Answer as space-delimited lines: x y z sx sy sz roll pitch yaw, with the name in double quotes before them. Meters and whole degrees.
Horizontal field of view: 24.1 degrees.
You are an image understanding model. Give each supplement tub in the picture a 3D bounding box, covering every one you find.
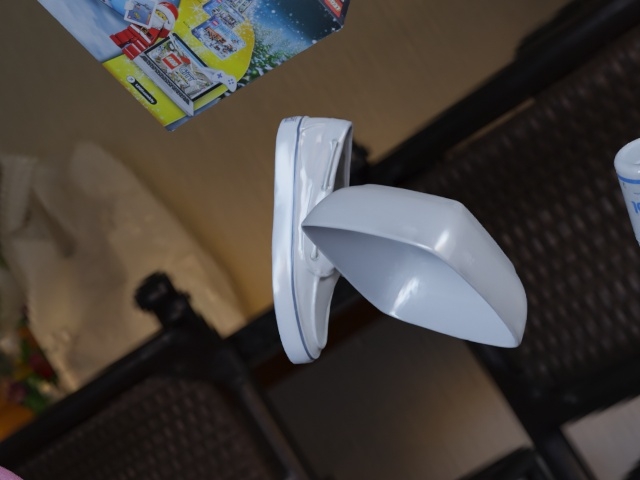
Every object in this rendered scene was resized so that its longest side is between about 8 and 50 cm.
"supplement tub" 0.348 -0.048 1.545 0.071 0.107 0.071 -18 29 10

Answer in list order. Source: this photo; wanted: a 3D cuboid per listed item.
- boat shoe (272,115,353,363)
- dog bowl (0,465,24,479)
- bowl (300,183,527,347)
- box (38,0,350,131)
"boat shoe" 0.000 0.000 1.551 0.084 0.258 0.095 0 5 15
"dog bowl" -0.260 0.289 0.826 0.150 0.408 0.408 -21 4 37
"bowl" 0.073 0.011 1.044 0.142 0.142 0.053 14 67 44
"box" -0.114 -0.192 0.964 0.159 0.233 0.044 -27 31 31
